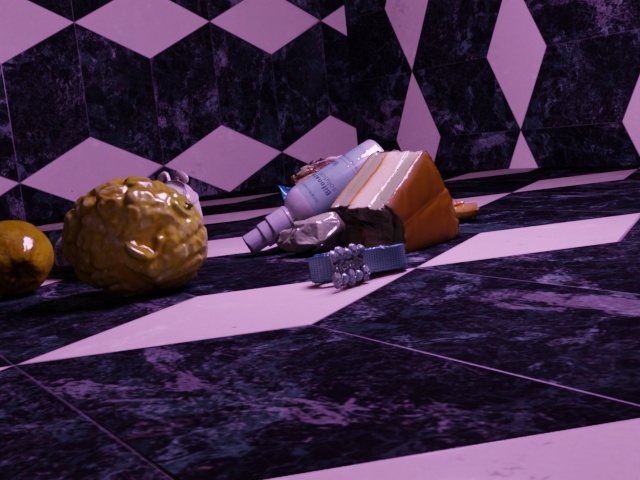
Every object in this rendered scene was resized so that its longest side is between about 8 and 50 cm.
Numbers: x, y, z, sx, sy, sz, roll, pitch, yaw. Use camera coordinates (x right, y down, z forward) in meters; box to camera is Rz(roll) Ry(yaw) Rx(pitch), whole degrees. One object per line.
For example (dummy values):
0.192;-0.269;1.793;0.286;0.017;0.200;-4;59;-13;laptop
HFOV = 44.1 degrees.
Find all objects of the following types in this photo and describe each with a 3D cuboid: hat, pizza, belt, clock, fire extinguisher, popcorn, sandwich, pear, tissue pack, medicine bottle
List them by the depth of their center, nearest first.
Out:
0.072;0.034;1.291;0.179;0.065;0.100;-11;-1;-28;belt
-0.314;-0.004;1.391;0.236;0.206;0.251;-19;-7;14;popcorn
-0.582;0.035;1.494;0.148;0.149;0.162;-10;19;-27;pear
0.155;-0.035;1.594;0.155;0.227;0.198;4;48;44;sandwich
0.000;-0.003;1.642;0.122;0.081;0.166;-44;-26;22;hat
-0.513;0.029;1.664;0.294;0.118;0.093;-1;-26;34;fire extinguisher
-0.008;-0.082;1.698;0.351;0.110;0.110;-33;13;-8;medicine bottle
-0.049;-0.071;1.840;0.028;0.138;0.085;-38;-27;24;tissue pack
-0.353;-0.071;1.897;0.151;0.191;0.062;0;9;42;clock
0.292;-0.079;1.929;0.147;0.069;0.226;-9;8;-9;pizza

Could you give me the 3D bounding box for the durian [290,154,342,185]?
0.086;-0.119;2.081;0.305;0.186;0.195;-22;-34;39;durian
